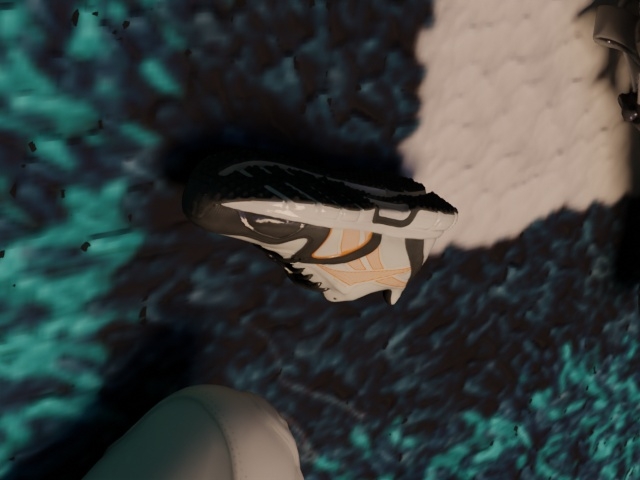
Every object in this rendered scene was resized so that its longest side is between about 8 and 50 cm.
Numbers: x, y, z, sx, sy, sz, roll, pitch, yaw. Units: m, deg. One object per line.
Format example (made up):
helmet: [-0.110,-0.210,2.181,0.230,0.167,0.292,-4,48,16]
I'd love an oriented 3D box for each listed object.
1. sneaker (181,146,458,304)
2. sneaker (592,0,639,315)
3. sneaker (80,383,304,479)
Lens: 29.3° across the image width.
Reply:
sneaker: [0.000,0.000,0.378,0.109,0.040,0.043,9,114,-46]
sneaker: [0.151,-0.067,0.457,0.115,0.105,0.281,0,129,-5]
sneaker: [-0.097,0.132,0.348,0.232,0.090,0.115,-53,137,-1]
